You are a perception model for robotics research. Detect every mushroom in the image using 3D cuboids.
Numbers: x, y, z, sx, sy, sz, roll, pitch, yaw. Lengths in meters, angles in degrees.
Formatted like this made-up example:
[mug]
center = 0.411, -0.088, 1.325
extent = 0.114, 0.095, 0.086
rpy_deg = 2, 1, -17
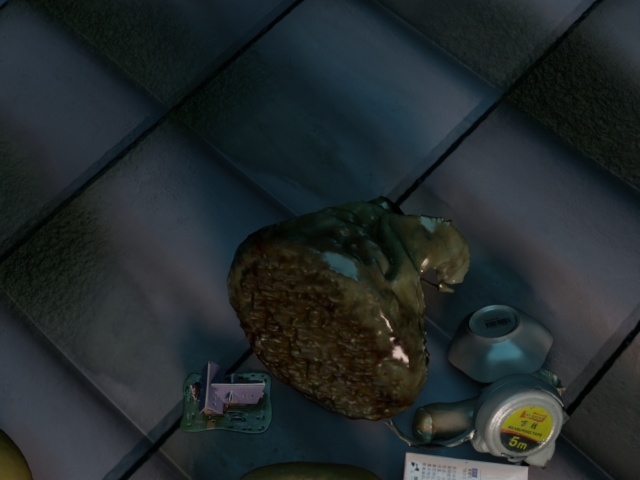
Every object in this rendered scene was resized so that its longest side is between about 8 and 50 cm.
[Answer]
[mushroom]
center = 0.291, 0.292, 1.525
extent = 0.278, 0.096, 0.099
rpy_deg = -18, 64, -2

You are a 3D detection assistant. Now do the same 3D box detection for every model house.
[model house]
center = -0.170, 0.276, 1.555
extent = 0.167, 0.088, 0.117
rpy_deg = 2, 65, 3

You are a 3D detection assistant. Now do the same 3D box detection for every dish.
[dish]
center = 0.311, 0.164, 1.548
extent = 0.191, 0.066, 0.190
rpy_deg = -12, 33, 8

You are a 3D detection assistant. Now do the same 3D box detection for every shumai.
[shumai]
center = 0.058, 0.072, 1.541
extent = 0.395, 0.395, 0.348
rpy_deg = 25, 46, 13

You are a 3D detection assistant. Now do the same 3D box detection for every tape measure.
[tape measure]
center = 0.247, 0.273, 1.414
extent = 0.330, 0.084, 0.164
rpy_deg = 18, 101, -20

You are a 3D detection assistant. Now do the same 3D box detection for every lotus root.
[lotus root]
center = -0.040, 0.446, 1.430
extent = 0.343, 0.151, 0.169
rpy_deg = -5, 46, 25

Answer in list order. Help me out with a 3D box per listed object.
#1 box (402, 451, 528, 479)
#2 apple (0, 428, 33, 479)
[box]
center = 0.224, 0.496, 1.420
extent = 0.203, 0.116, 0.274
rpy_deg = 5, 66, 5
[apple]
center = -0.600, 0.435, 1.425
extent = 0.295, 0.233, 0.257
rpy_deg = -21, 52, 4
